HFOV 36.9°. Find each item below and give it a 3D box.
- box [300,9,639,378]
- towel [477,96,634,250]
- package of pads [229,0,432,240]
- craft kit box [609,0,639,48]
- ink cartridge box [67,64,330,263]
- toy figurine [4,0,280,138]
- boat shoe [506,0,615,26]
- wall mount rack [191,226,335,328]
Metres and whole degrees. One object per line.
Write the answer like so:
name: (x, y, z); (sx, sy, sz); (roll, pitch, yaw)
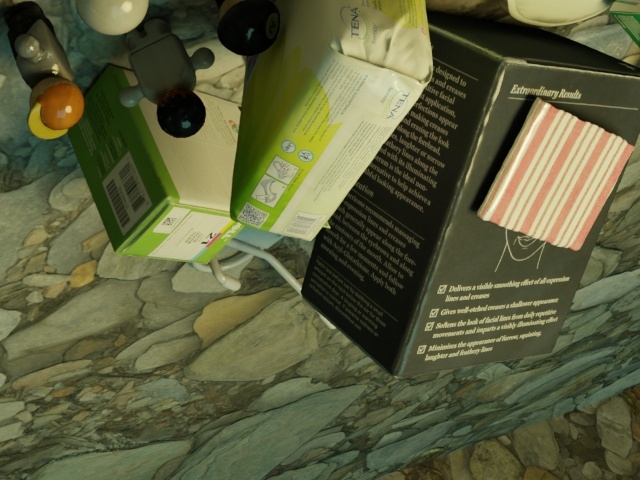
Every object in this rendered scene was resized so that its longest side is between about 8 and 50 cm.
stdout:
box: (0.190, -0.061, 1.194); (0.293, 0.212, 0.395); (-2, 118, -39)
towel: (0.265, -0.070, 1.081); (0.197, 0.029, 0.144); (15, 106, -41)
package of pads: (0.007, -0.178, 0.897); (0.101, 0.296, 0.229); (18, 135, -19)
craft kit box: (0.482, -0.298, 1.139); (0.250, 0.061, 0.246); (34, 82, -35)
ink cartridge box: (-0.131, -0.072, 1.076); (0.097, 0.189, 0.255); (-43, 149, 28)
toy figurine: (-0.167, -0.191, 0.879); (0.213, 0.148, 0.209); (0, 144, -41)
boat shoe: (0.223, -0.319, 1.039); (0.116, 0.099, 0.319); (-21, 160, 40)
wall mount rack: (0.000, 0.000, 1.387); (0.350, 0.130, 0.304); (-35, 152, 20)
